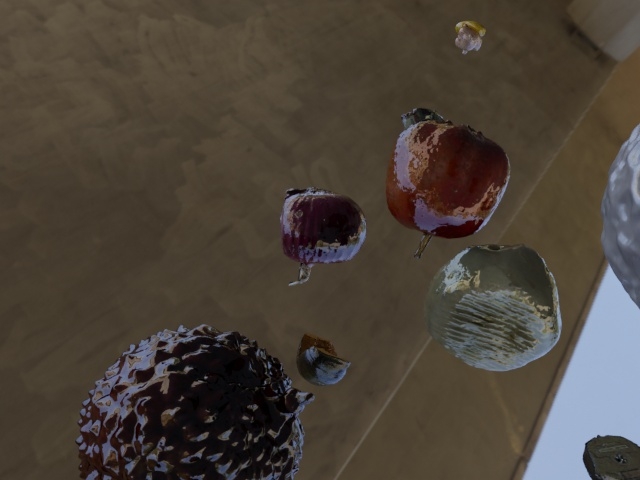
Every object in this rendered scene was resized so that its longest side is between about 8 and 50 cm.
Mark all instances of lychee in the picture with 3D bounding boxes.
[{"bbox_3d":[-0.220,0.360,1.205,0.424,0.500,0.424,54,-156,-38],"label":"lychee"}]

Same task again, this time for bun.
[{"bbox_3d":[0.421,0.160,1.570,0.327,0.361,0.234,-2,-141,12],"label":"bun"}]

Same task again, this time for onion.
[{"bbox_3d":[0.007,-0.028,1.732,0.256,0.230,0.272,-23,-78,-13],"label":"onion"}]

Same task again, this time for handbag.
[{"bbox_3d":[0.326,-0.300,1.833,0.213,0.127,0.235,42,-170,-4],"label":"handbag"}]

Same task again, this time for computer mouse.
[{"bbox_3d":[0.463,0.354,0.972,0.172,0.099,0.057,-62,-43,-80],"label":"computer mouse"}]

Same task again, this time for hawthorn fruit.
[{"bbox_3d":[0.281,-0.111,1.475,0.287,0.330,0.287,18,-172,-3],"label":"hawthorn fruit"}]

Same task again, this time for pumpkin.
[{"bbox_3d":[-0.003,0.310,1.588,0.119,0.107,0.183,29,179,-13],"label":"pumpkin"}]

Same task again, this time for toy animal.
[{"bbox_3d":[0.440,-0.608,1.912,0.091,0.114,0.081,27,-100,12],"label":"toy animal"}]

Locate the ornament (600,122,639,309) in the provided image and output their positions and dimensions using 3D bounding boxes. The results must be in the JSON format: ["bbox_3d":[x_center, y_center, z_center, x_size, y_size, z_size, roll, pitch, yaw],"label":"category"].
[{"bbox_3d":[0.490,-0.016,0.707,0.337,0.337,0.336,20,-134,-22],"label":"ornament"}]
